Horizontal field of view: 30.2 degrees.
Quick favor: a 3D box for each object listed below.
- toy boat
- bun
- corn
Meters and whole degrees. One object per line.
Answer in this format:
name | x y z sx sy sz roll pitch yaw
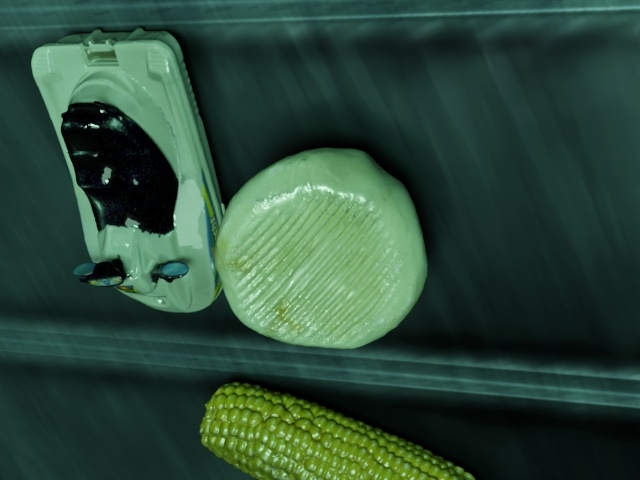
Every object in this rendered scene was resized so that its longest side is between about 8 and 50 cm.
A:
toy boat | -0.157 -0.041 0.999 0.140 0.141 0.270 2 113 22
bun | 0.000 0.000 0.980 0.183 0.102 0.183 1 122 1
corn | 0.031 0.221 1.148 0.310 0.101 0.101 26 132 6
